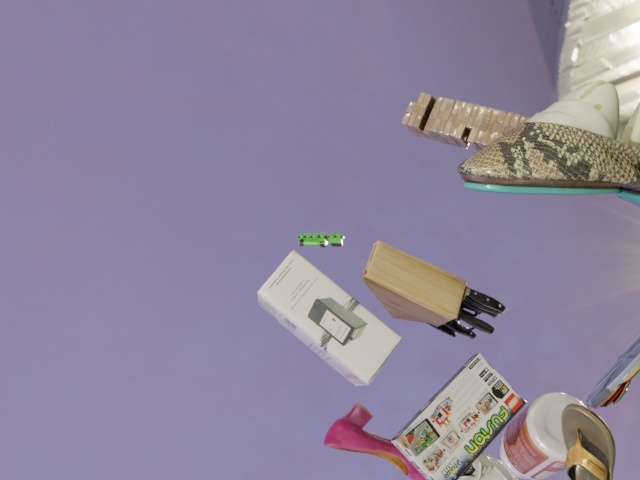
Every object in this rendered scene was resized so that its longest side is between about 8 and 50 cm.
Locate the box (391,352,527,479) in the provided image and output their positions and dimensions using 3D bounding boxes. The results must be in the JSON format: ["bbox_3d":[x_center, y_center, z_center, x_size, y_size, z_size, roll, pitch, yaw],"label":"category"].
[{"bbox_3d":[0.228,0.297,1.075,0.207,0.036,0.114,-40,-99,-17],"label":"box"}]

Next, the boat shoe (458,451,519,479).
[{"bbox_3d":[0.301,0.457,1.344,0.267,0.096,0.088,42,-178,12],"label":"boat shoe"}]

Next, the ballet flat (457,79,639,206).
[{"bbox_3d":[0.423,-0.121,0.908,0.483,0.164,0.182,9,-81,-14],"label":"ballet flat"}]

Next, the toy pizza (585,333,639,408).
[{"bbox_3d":[0.499,0.197,1.044,0.032,0.201,0.201,41,-152,19],"label":"toy pizza"}]

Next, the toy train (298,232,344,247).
[{"bbox_3d":[0.000,0.000,1.113,0.017,0.083,0.024,62,-147,-53],"label":"toy train"}]

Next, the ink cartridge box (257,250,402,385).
[{"bbox_3d":[0.011,0.162,1.321,0.273,0.198,0.115,39,-103,4],"label":"ink cartridge box"}]

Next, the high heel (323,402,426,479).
[{"bbox_3d":[0.126,0.455,1.359,0.244,0.082,0.117,42,-120,8],"label":"high heel"}]

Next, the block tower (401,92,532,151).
[{"bbox_3d":[0.361,-0.264,1.544,0.097,0.335,0.091,22,-89,-55],"label":"block tower"}]

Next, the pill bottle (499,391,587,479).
[{"bbox_3d":[0.407,0.370,1.208,0.216,0.121,0.121,99,178,-58],"label":"pill bottle"}]

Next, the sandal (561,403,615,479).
[{"bbox_3d":[0.371,0.321,0.918,0.049,0.072,0.180,-9,-83,-45],"label":"sandal"}]

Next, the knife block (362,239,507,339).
[{"bbox_3d":[0.246,0.112,1.366,0.276,0.242,0.088,51,-128,-47],"label":"knife block"}]
